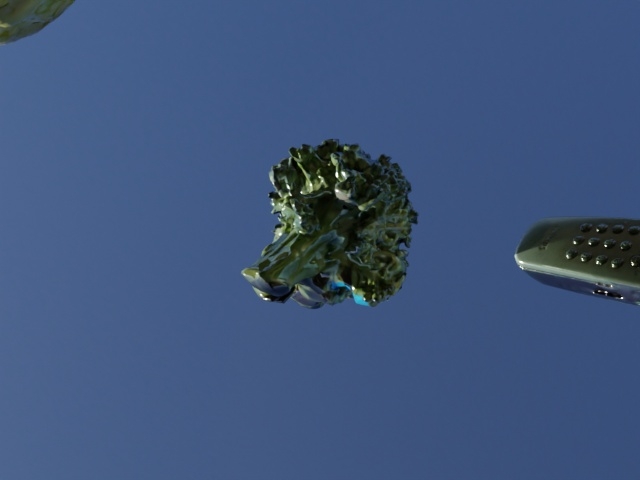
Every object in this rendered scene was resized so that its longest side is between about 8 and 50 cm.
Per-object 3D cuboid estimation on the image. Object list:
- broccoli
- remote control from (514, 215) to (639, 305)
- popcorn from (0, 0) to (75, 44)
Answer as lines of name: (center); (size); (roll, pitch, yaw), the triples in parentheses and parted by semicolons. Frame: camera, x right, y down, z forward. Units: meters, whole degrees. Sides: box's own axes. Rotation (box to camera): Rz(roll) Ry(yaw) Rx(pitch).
broccoli: (0.000, 0.000, 1.042); (0.167, 0.154, 0.160); (-5, -148, 48)
remote control: (0.255, 0.019, 0.995); (0.222, 0.042, 0.072); (9, -128, 37)
popcorn: (-0.169, -0.164, 0.483); (0.204, 0.221, 0.184); (32, -85, 24)
